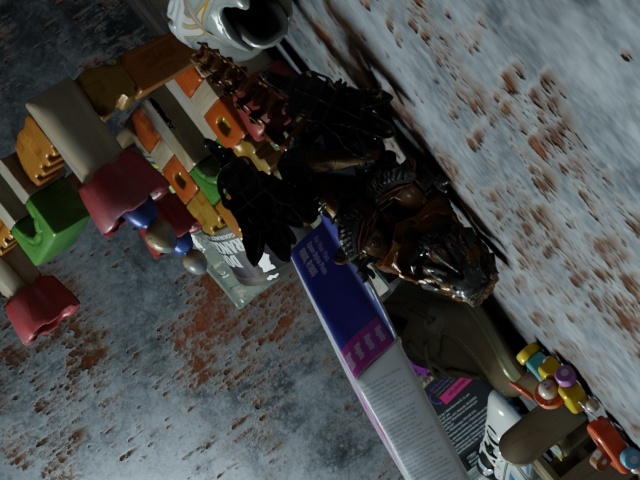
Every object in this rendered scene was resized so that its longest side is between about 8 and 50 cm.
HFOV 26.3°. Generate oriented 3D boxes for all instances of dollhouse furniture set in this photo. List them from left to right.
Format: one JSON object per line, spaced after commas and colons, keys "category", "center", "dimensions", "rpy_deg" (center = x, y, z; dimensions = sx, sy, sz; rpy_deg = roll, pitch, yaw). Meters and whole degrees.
{"category": "dollhouse furniture set", "center": [0.270, 0.317, 1.406], "dimensions": [0.242, 0.161, 0.212], "rpy_deg": [50, 177, 34]}

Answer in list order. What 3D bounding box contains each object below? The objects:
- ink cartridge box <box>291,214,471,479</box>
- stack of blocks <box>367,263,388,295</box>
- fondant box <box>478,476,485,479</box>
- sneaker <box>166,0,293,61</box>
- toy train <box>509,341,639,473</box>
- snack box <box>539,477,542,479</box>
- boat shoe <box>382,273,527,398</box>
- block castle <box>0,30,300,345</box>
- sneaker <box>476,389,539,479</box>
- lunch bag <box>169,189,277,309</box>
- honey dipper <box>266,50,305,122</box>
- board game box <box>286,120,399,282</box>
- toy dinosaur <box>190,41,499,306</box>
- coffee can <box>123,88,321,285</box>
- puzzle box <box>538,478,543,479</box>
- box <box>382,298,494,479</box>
{"category": "ink cartridge box", "center": [0.052, 0.122, 1.518], "dimensions": [0.330, 0.071, 0.324], "rpy_deg": [62, 179, -26]}
{"category": "stack of blocks", "center": [0.000, 0.000, 2.539], "dimensions": [0.297, 0.087, 0.171], "rpy_deg": [52, 177, -1]}
{"category": "fondant box", "center": [0.364, 0.470, 2.481], "dimensions": [0.330, 0.096, 0.238], "rpy_deg": [53, 177, -29]}
{"category": "sneaker", "center": [-0.075, -0.203, 1.231], "dimensions": [0.121, 0.099, 0.262], "rpy_deg": [47, 177, 15]}
{"category": "toy train", "center": [0.231, 0.162, 1.281], "dimensions": [0.125, 0.046, 0.166], "rpy_deg": [54, 176, -20]}
{"category": "snack box", "center": [0.365, 0.418, 2.070], "dimensions": [0.174, 0.070, 0.207], "rpy_deg": [52, 179, -12]}
{"category": "boat shoe", "center": [0.145, 0.114, 1.530], "dimensions": [0.109, 0.098, 0.302], "rpy_deg": [54, 177, -24]}
{"category": "block castle", "center": [-0.206, -0.054, 1.571], "dimensions": [0.213, 0.303, 0.453], "rpy_deg": [52, 148, 3]}
{"category": "sneaker", "center": [0.256, 0.286, 1.896], "dimensions": [0.085, 0.086, 0.237], "rpy_deg": [52, 167, 37]}
{"category": "lunch bag", "center": [-0.134, -0.074, 2.272], "dimensions": [0.287, 0.235, 0.169], "rpy_deg": [53, -177, -26]}
{"category": "honey dipper", "center": [-0.058, -0.204, 1.578], "dimensions": [0.161, 0.030, 0.030], "rpy_deg": [55, 177, -3]}
{"category": "board game box", "center": [0.037, -0.051, 1.618], "dimensions": [0.194, 0.060, 0.194], "rpy_deg": [55, 176, -28]}
{"category": "toy dinosaur", "center": [0.006, -0.054, 1.174], "dimensions": [0.322, 0.164, 0.218], "rpy_deg": [20, -175, 19]}
{"category": "coffee can", "center": [-0.110, -0.104, 1.893], "dimensions": [0.275, 0.201, 0.201], "rpy_deg": [54, 177, -22]}
{"category": "puzzle box", "center": [0.441, 0.523, 1.854], "dimensions": [0.409, 0.052, 0.272], "rpy_deg": [53, -173, -14]}
{"category": "box", "center": [0.170, 0.227, 2.077], "dimensions": [0.270, 0.143, 0.165], "rpy_deg": [51, 177, 27]}
